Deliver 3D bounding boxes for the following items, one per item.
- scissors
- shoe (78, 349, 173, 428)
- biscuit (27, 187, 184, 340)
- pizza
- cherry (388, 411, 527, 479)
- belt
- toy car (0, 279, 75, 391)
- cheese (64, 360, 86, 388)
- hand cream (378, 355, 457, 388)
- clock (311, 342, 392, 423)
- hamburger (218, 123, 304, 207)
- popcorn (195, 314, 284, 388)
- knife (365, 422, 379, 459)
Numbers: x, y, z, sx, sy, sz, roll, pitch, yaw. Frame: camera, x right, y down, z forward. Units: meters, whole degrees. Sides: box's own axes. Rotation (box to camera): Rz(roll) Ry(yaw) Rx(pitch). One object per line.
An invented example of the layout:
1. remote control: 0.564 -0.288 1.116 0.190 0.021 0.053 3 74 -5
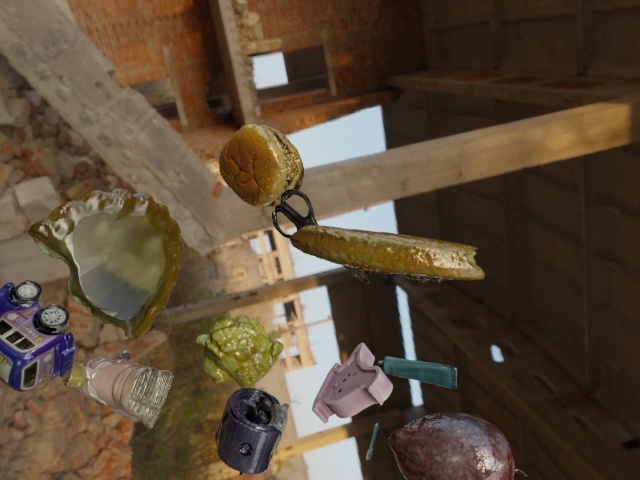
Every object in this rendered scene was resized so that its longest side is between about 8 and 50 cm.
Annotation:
1. scissors: 0.000 0.000 1.236 0.300 0.022 0.109 43 -66 32
2. shoe: -0.568 0.428 1.725 0.351 0.198 0.171 93 16 -63
3. biscuit: -0.457 0.043 1.262 0.078 0.335 0.328 -1 -104 53
4. pizza: 0.108 0.023 1.033 0.258 0.269 0.087 -173 -89 -69
5. cherry: 0.299 0.483 1.300 0.230 0.301 0.202 -42 141 -81
6. belt: -0.149 0.409 1.247 0.230 0.140 0.126 -131 -121 -85
7. toy car: -0.667 0.214 1.293 0.235 0.158 0.172 37 -53 15
8. cheese: -0.642 0.339 1.519 0.060 0.041 0.084 35 17 -55
9. hand cream: 0.270 0.364 1.634 0.048 0.225 0.083 -53 143 -50
10. clock: 0.131 0.466 1.980 0.080 0.276 0.290 52 36 -16
11. hamburger: -0.171 -0.208 1.643 0.163 0.245 0.244 -29 110 -56
12. popcorn: -0.244 0.338 1.793 0.256 0.255 0.194 67 21 -49
13. knife: 0.134 0.514 1.491 0.027 0.010 0.096 24 80 -57
